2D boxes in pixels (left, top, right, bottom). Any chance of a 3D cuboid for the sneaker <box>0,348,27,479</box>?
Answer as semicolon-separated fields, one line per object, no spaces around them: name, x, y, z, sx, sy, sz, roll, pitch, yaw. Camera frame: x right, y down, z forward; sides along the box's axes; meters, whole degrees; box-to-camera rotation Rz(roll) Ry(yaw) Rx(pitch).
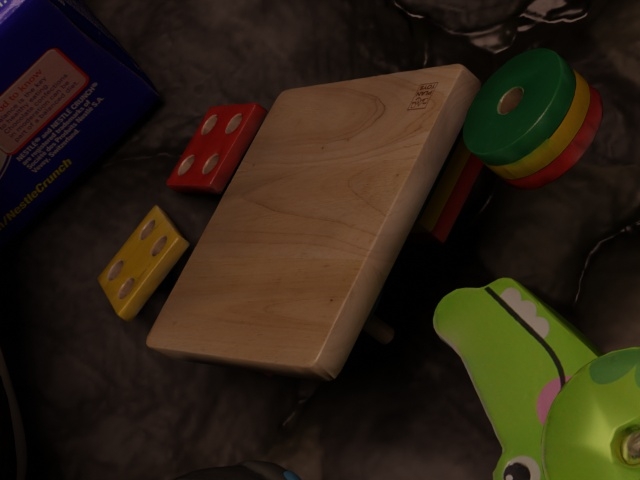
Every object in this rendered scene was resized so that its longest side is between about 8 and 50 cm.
sneaker;-0.193;0.011;0.588;0.104;0.147;0.296;-20;104;-3

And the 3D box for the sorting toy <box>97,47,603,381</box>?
sorting toy;0.000;0.000;0.618;0.274;0.046;0.132;0;58;56

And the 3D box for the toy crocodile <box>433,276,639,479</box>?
toy crocodile;0.151;0.134;0.485;0.105;0.115;0.340;-48;57;6

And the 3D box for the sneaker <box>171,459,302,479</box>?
sneaker;-0.137;0.205;0.570;0.341;0.139;0.125;-41;55;1

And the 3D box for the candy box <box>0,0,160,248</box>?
candy box;-0.282;-0.101;0.780;0.268;0.122;0.317;-43;57;2
